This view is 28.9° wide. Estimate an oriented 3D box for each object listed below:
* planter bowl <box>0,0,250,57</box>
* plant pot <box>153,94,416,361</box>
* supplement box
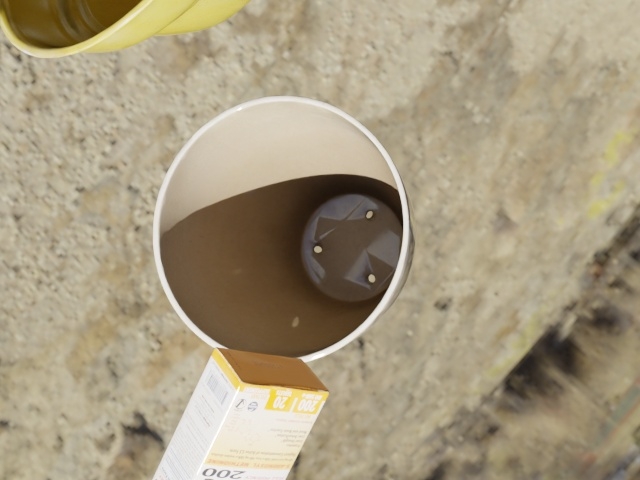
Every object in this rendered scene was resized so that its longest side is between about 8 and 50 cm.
[{"bbox_3d":[-0.076,-0.180,0.666,0.090,0.217,0.217,26,104,-43],"label":"planter bowl"},{"bbox_3d":[0.000,0.000,1.300,0.256,0.256,0.274,-52,163,8],"label":"plant pot"},{"bbox_3d":[-0.046,0.112,0.684,0.062,0.036,0.098,11,112,-38],"label":"supplement box"}]
